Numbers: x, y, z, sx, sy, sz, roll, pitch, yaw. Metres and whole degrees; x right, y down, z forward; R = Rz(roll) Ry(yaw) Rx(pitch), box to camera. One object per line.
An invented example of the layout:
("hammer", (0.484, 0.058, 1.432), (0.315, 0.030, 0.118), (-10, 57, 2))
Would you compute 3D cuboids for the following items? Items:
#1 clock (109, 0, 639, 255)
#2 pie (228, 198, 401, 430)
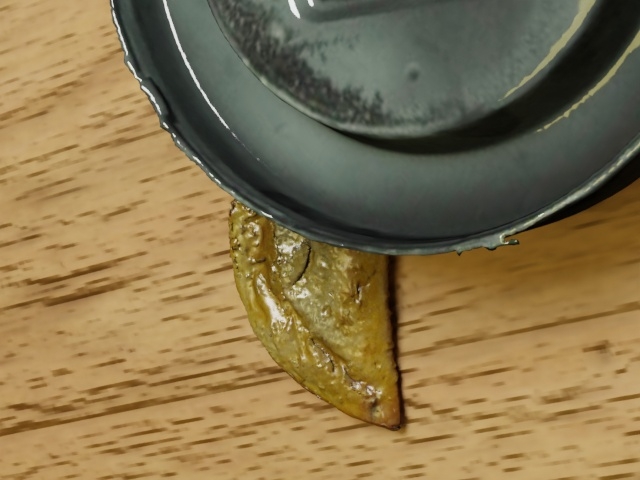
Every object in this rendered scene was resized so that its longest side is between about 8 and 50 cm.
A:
("clock", (0.044, -0.147, 0.795), (0.312, 0.061, 0.312), (2, 94, 33))
("pie", (0.000, 0.000, 0.893), (0.092, 0.034, 0.170), (9, 105, 24))
